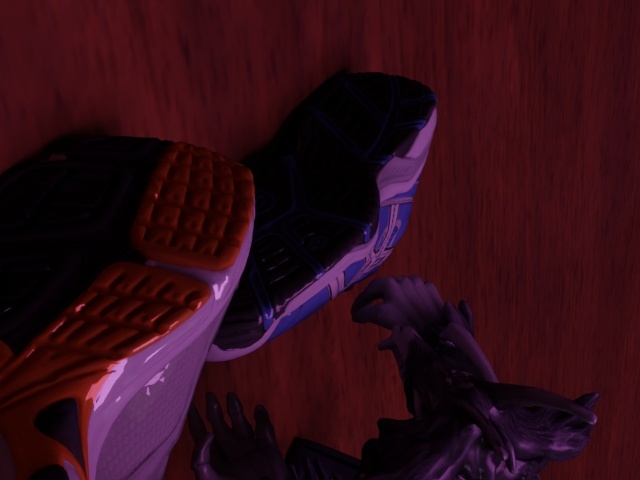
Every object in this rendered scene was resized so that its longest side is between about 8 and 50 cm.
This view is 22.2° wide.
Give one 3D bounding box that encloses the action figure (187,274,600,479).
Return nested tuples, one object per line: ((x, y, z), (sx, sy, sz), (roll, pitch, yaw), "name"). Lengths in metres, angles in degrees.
((0.018, 0.103, 0.776), (0.164, 0.141, 0.275), (-25, 165, -33), "action figure")

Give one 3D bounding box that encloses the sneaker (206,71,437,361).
((0.000, 0.000, 0.780), (0.211, 0.080, 0.081), (-46, 146, -45), "sneaker")

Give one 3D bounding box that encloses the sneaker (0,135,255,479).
((-0.094, 0.074, 0.583), (0.121, 0.099, 0.262), (91, 18, -48), "sneaker")

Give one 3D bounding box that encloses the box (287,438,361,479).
((0.030, 0.252, 0.920), (0.232, 0.183, 0.059), (-67, 160, -7), "box")
